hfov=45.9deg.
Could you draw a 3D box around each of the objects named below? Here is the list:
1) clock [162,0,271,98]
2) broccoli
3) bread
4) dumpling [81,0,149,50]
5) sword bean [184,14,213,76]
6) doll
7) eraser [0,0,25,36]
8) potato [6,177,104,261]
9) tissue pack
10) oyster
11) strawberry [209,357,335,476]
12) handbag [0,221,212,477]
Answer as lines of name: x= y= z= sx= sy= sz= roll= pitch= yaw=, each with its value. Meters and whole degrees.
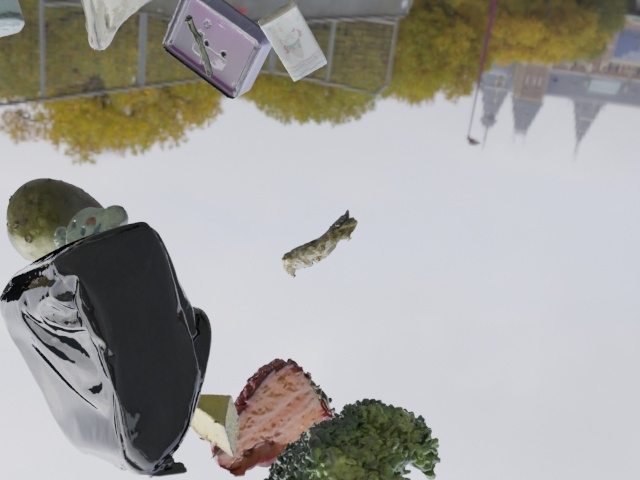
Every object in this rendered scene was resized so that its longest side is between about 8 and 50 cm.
clock: x=-0.206 y=-0.397 z=1.508 sx=0.193 sy=0.144 sz=0.073 roll=37 pitch=-146 yaw=5
broccoli: x=0.028 y=0.337 z=0.950 sx=0.235 sy=0.288 sz=0.260 roll=31 pitch=-172 yaw=-30
bread: x=-0.194 y=0.302 z=1.253 sx=0.109 sy=0.084 sz=0.080 roll=-1 pitch=-147 yaw=7
dumpling: x=-0.277 y=-0.456 z=1.049 sx=0.181 sy=0.341 sz=0.260 roll=-15 pitch=-136 yaw=-25
sword bean: x=-0.147 y=-0.238 z=0.928 sx=0.012 sy=0.083 sz=0.012 roll=-10 pitch=-136 yaw=10
doll: x=-0.404 y=-0.010 z=1.329 sx=0.214 sy=0.103 sz=0.072 roll=-11 pitch=155 yaw=42
eraser: x=-0.633 y=-0.481 z=1.262 sx=0.189 sy=0.289 sz=0.104 roll=-19 pitch=-178 yaw=-26
potato: x=-0.611 y=-0.035 z=1.793 sx=0.210 sy=0.173 sz=0.307 roll=61 pitch=-166 yaw=21
tissue pack: x=-0.035 y=-0.264 z=1.008 sx=0.056 sy=0.108 sz=0.023 roll=-30 pitch=-129 yaw=7
oyster: x=0.003 y=0.001 z=1.729 sx=0.200 sy=0.061 sz=0.106 roll=-49 pitch=-153 yaw=-17
strawberry: x=-0.111 y=0.405 z=1.725 sx=0.253 sy=0.280 sz=0.150 roll=40 pitch=173 yaw=-32
handbag: x=-0.241 y=0.126 z=0.918 sx=0.178 sy=0.274 sz=0.302 roll=-30 pitch=-170 yaw=-33
